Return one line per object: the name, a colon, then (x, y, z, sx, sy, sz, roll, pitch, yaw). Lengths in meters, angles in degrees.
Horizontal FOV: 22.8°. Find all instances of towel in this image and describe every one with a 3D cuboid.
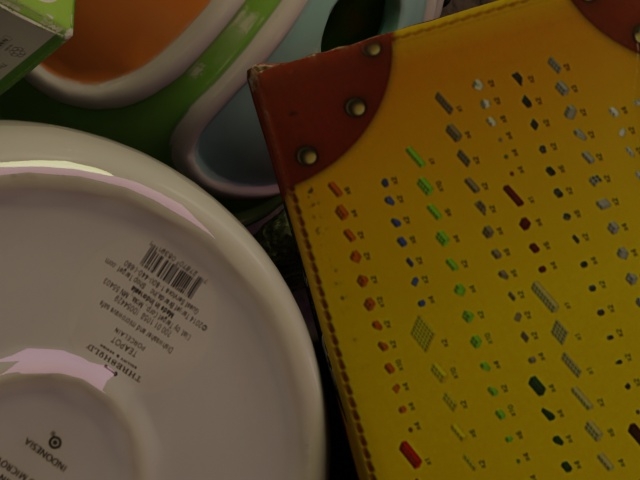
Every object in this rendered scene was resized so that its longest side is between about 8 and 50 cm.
towel: (0.000, 0.000, 0.874, 0.148, 0.110, 0.027, -16, 75, -52)

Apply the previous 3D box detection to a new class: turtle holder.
turtle holder: (-0.035, -0.127, 0.803, 0.320, 0.227, 0.243, 20, 51, -37)

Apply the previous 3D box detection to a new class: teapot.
teapot: (-0.135, 0.071, 0.591, 0.252, 0.187, 0.256, -12, 99, -25)

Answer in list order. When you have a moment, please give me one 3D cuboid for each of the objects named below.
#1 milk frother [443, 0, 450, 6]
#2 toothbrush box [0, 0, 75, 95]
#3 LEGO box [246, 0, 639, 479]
milk frother: (0.017, -0.158, 1.043, 0.143, 0.129, 0.134, 94, -22, -72)
toothbrush box: (-0.201, -0.163, 0.654, 0.122, 0.206, 0.283, 28, 44, -37)
LEGO box: (0.141, 0.191, 0.679, 0.372, 0.193, 0.500, 74, 0, -69)
